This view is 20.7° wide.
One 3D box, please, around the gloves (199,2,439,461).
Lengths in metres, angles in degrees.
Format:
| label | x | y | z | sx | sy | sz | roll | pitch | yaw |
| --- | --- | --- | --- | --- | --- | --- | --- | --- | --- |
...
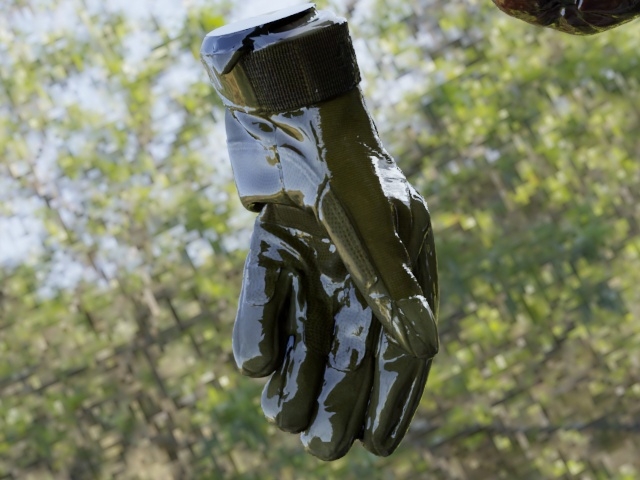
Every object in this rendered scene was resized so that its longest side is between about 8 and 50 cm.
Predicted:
| label | x | y | z | sx | sy | sz | roll | pitch | yaw |
| --- | --- | --- | --- | --- | --- | --- | --- | --- | --- |
| gloves | 0.004 | -0.005 | 1.265 | 0.154 | 0.331 | 0.141 | -13 | 5 | 15 |

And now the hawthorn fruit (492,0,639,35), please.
| label | x | y | z | sx | sy | sz | roll | pitch | yaw |
| --- | --- | --- | --- | --- | --- | --- | --- | --- | --- |
| hawthorn fruit | 0.313 | -0.408 | 2.136 | 0.254 | 0.300 | 0.254 | 9 | -22 | 3 |
